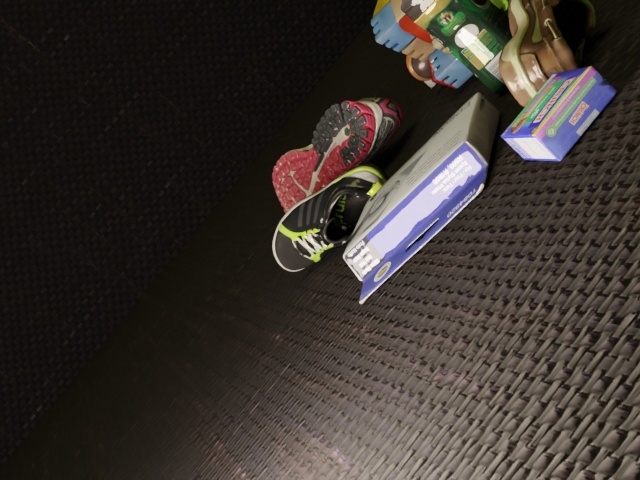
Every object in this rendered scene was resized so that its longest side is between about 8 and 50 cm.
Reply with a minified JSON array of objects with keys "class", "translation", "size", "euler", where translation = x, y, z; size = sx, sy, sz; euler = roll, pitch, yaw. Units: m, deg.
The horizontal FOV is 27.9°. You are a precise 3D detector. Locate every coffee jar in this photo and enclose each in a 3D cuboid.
[{"class":"coffee jar","translation":[0.189,-0.279,1.662],"size":[0.079,0.184,0.096],"euler":[-44,11,31]}]

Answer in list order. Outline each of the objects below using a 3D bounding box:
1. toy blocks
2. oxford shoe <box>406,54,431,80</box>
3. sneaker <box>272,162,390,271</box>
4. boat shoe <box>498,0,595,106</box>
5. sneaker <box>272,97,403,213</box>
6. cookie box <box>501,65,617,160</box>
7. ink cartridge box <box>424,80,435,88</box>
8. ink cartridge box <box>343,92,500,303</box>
[{"class":"toy blocks","translation":[0.182,-0.384,1.936],"size":[0.261,0.191,0.381],"euler":[-42,46,36]},{"class":"oxford shoe","translation":[0.239,-0.357,2.015],"size":[0.271,0.097,0.098],"euler":[-48,16,9]},{"class":"sneaker","translation":[0.004,-0.025,1.830],"size":[0.235,0.084,0.097],"euler":[-44,13,33]},{"class":"boat shoe","translation":[0.273,-0.240,1.470],"size":[0.095,0.095,0.257],"euler":[-28,26,30]},{"class":"sneaker","translation":[0.027,-0.123,2.087],"size":[0.112,0.120,0.299],"euler":[-19,-15,-41]},{"class":"cookie box","translation":[0.238,-0.126,1.292],"size":[0.092,0.040,0.107],"euler":[-50,10,-4]},{"class":"ink cartridge box","translation":[0.205,-0.319,2.140],"size":[0.122,0.052,0.088],"euler":[-49,10,13]},{"class":"ink cartridge box","translation":[0.119,-0.055,1.544],"size":[0.223,0.045,0.224],"euler":[-45,11,27]}]
